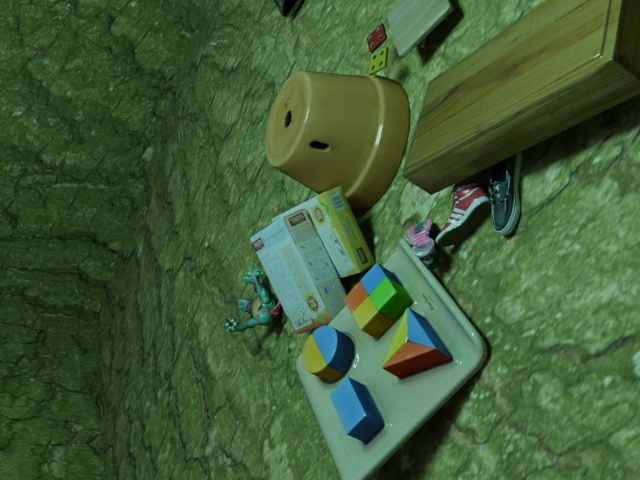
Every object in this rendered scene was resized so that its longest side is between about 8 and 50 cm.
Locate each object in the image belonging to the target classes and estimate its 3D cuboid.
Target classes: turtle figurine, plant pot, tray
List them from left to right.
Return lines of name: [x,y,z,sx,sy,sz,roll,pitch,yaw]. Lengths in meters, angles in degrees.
turtle figurine: [-0.158,0.156,1.711,0.175,0.118,0.234,-57,14,5]
plant pot: [0.017,-0.220,1.455,0.291,0.203,0.291,-35,48,53]
tray: [0.285,-0.228,1.030,0.411,0.076,0.203,-28,38,57]

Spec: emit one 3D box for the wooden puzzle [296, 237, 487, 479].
wooden puzzle: [0.084,0.197,1.196,0.348,0.080,0.322,-53,33,15]

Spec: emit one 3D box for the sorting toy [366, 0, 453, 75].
sorting toy: [0.194,-0.425,1.365,0.274,0.046,0.132,-40,43,34]

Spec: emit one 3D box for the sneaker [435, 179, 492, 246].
sneaker: [0.224,-0.046,1.149,0.118,0.042,0.067,-47,42,32]

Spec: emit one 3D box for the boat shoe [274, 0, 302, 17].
boat shoe: [-0.037,-0.743,1.920,0.342,0.123,0.123,-39,58,50]

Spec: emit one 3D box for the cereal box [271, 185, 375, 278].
cereal box: [0.000,0.000,1.465,0.240,0.047,0.173,-20,95,58]

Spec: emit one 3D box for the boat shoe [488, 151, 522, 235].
boat shoe: [0.274,-0.079,1.071,0.049,0.040,0.142,-14,66,60]

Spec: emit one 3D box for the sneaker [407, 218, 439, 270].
sneaker: [0.181,0.009,1.204,0.047,0.057,0.119,-26,25,21]

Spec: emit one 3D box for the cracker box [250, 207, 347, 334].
cracker box: [-0.041,0.067,1.458,0.155,0.067,0.232,-27,89,56]
